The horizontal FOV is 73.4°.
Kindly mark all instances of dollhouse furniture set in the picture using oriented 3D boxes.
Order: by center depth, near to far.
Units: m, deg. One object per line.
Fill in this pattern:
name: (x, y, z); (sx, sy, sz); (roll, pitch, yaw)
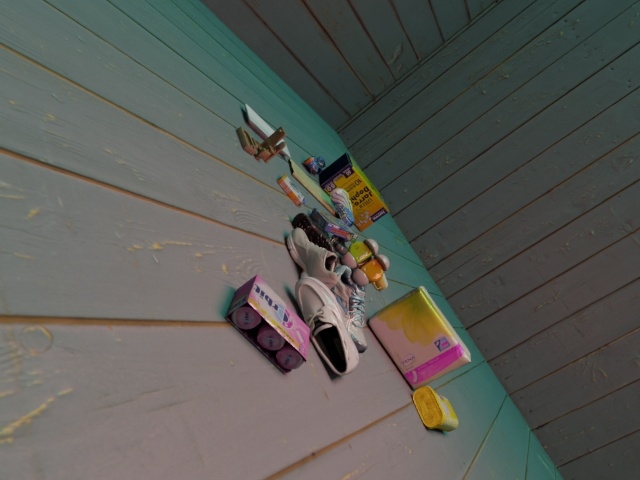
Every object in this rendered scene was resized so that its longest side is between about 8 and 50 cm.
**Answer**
dollhouse furniture set: (-0.213, -0.387, 1.616); (0.151, 0.123, 0.144); (33, 26, -51)

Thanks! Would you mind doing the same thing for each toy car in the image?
toy car: (0.171, 0.092, 1.719); (0.182, 0.159, 0.136); (55, -18, 7)

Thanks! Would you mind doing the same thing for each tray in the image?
tray: (-0.238, -0.474, 1.893); (0.270, 0.030, 0.145); (38, 23, -43)

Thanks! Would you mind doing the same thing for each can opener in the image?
can opener: (0.069, 0.020, 1.653); (0.093, 0.074, 0.280); (38, 13, 6)

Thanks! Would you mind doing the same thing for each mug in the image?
mug: (0.263, 0.189, 1.910); (0.064, 0.078, 0.062); (62, -16, -2)

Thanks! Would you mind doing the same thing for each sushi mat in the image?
sushi mat: (-0.038, -0.250, 2.012); (0.316, 0.019, 0.151); (41, 19, -36)

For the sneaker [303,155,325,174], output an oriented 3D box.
sneaker: (-0.024, -0.384, 2.246); (0.087, 0.083, 0.221); (67, 22, -2)

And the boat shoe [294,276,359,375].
boat shoe: (0.006, 0.212, 1.075); (0.267, 0.096, 0.088); (66, 14, 11)

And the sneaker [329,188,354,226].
sneaker: (0.117, -0.146, 2.051); (0.240, 0.091, 0.126); (53, 16, -57)

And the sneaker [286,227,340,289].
sneaker: (-0.012, 0.050, 1.290); (0.099, 0.121, 0.262); (36, 24, -49)

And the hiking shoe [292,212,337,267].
hiking shoe: (0.000, 0.000, 1.486); (0.226, 0.086, 0.114); (57, 20, 15)

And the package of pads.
package of pads: (0.334, 0.335, 1.479); (0.296, 0.229, 0.101); (56, 19, 5)

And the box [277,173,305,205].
box: (-0.111, -0.193, 1.679); (0.136, 0.028, 0.081); (53, 16, -12)

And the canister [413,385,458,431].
canister: (0.388, 0.567, 1.435); (0.170, 0.073, 0.126); (39, 22, -46)

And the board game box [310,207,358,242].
board game box: (0.050, -0.060, 1.667); (0.136, 0.035, 0.201); (22, 12, -24)

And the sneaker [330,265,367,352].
sneaker: (0.079, 0.190, 1.256); (0.110, 0.122, 0.282); (32, 27, -50)

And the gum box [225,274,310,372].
gum box: (-0.100, 0.176, 0.893); (0.188, 0.062, 0.107); (48, 17, -17)

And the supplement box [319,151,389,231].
supplement box: (0.180, -0.260, 2.317); (0.356, 0.194, 0.195); (46, 18, -24)
